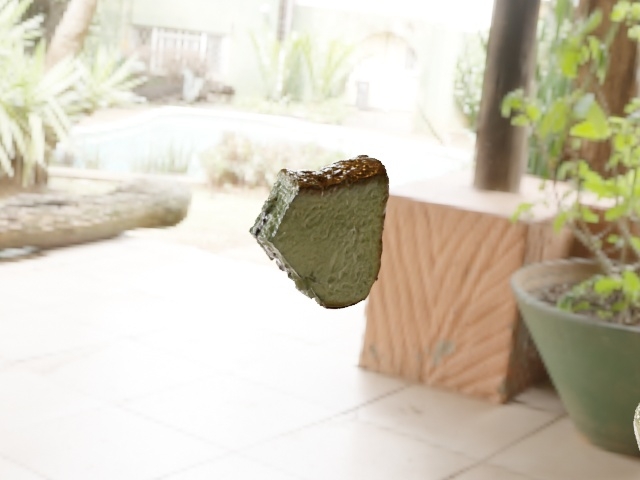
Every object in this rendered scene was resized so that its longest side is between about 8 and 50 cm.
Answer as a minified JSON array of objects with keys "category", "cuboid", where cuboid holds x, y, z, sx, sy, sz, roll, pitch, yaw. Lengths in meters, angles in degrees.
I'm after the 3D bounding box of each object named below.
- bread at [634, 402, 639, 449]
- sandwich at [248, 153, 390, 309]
[{"category":"bread","cuboid":[0.349,0.215,0.979,0.068,0.188,0.125,-39,48,-6]},{"category":"sandwich","cuboid":[0.000,0.000,0.724,0.093,0.105,0.036,-15,31,-27]}]
